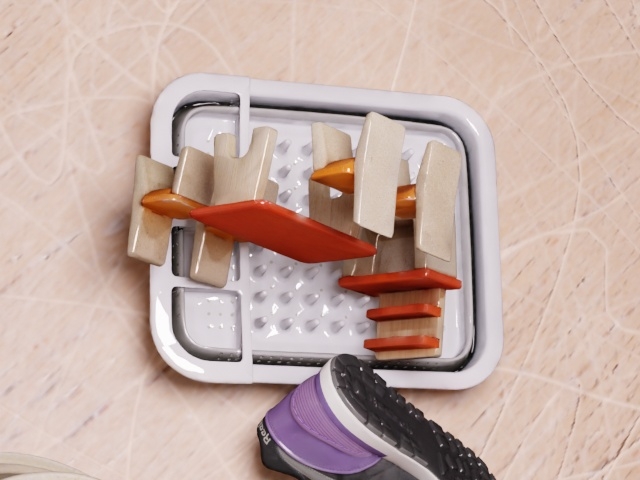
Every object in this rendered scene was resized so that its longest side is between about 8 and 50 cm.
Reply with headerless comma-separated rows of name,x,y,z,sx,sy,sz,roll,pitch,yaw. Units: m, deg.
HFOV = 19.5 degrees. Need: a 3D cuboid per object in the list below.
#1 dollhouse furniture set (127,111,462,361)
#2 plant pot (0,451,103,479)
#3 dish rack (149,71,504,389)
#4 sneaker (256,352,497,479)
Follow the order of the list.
dollhouse furniture set,0.006,0.006,1.554,0.259,0.262,0.135,22,68,-46
plant pot,-0.231,0.305,1.430,0.334,0.305,0.333,5,74,-16
dish rack,0.000,0.000,1.714,0.333,0.072,0.285,3,74,-17
sneaker,0.062,0.222,1.672,0.283,0.124,0.107,44,24,-22
